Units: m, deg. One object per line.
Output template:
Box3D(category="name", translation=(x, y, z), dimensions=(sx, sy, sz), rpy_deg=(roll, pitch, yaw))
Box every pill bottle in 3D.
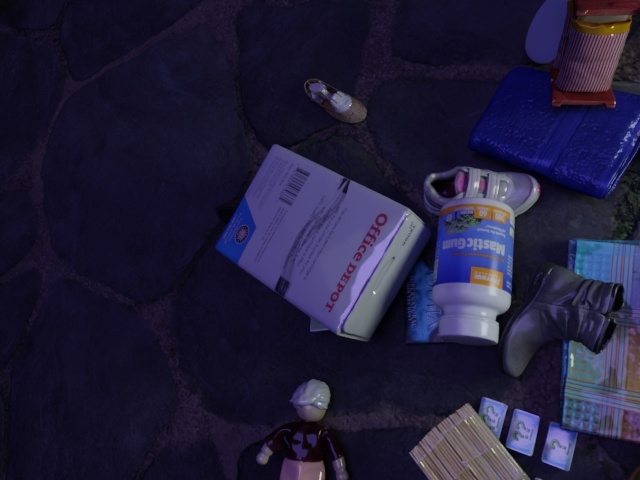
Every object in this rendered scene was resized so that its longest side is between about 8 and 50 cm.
Box3D(category="pill bottle", translation=(0.303, 0.065, 1.046), dimensions=(0.152, 0.152, 0.272), rpy_deg=(-1, 69, 28))

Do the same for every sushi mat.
Box3D(category="sushi mat", translation=(0.317, 0.473, 0.960), dimensions=(0.151, 0.019, 0.317), rpy_deg=(-40, 68, 2))

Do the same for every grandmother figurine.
Box3D(category="grandmother figurine", translation=(-0.039, 0.483, 1.163), dimensions=(0.207, 0.104, 0.343), rpy_deg=(8, 75, 1))

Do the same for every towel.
Box3D(category="towel", translation=(0.583, 0.176, 0.942), dimensions=(0.271, 0.040, 0.370), rpy_deg=(3, 76, 29))
Box3D(category="towel", translation=(0.494, -0.229, 1.094), dimensions=(0.308, 0.076, 0.228), rpy_deg=(30, 84, 31))

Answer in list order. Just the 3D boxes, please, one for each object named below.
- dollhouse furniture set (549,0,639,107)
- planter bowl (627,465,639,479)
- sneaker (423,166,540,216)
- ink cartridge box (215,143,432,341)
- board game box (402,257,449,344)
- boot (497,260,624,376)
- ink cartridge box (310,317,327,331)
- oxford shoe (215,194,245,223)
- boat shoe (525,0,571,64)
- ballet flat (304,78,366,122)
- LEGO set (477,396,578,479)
Box3D(category="dollhouse furniture set", translation=(0.632, -0.370, 0.954), dimensions=(0.373, 0.201, 0.152), rpy_deg=(3, 51, 15))
Box3D(category="planter bowl", translation=(0.605, 0.388, 0.825), dimensions=(0.217, 0.090, 0.217), rpy_deg=(14, 121, 24))
Box3D(category="sneaker", translation=(0.331, -0.103, 1.116), dimensions=(0.252, 0.111, 0.103), rpy_deg=(-3, 75, 27))
Box3D(category="ink cartridge box", translation=(0.000, 0.000, 1.168), dimensions=(0.394, 0.166, 0.286), rpy_deg=(31, 91, 33))
Box3D(category="board game box", translation=(0.244, 0.131, 1.146), dimensions=(0.126, 0.026, 0.186), rpy_deg=(-9, 72, 26))
Box3D(category="boot", translation=(0.438, 0.168, 0.963), dimensions=(0.161, 0.083, 0.247), rpy_deg=(29, 100, 48))
Box3D(category="ink cartridge box", translation=(0.057, 0.092, 1.238), dimensions=(0.171, 0.056, 0.235), rpy_deg=(-10, 72, 25))
Box3D(category="oxford shoe", translation=(-0.189, -0.092, 1.419), dimensions=(0.227, 0.083, 0.096), rpy_deg=(-5, 43, 35))
Box3D(category="boat shoe", translation=(0.594, -0.524, 1.088), dimensions=(0.136, 0.156, 0.367), rpy_deg=(53, 132, 24))
Box3D(category="ballet flat", translation=(0.030, -0.368, 1.374), dimensions=(0.206, 0.067, 0.073), rpy_deg=(32, 91, 30))
Box3D(category="LEGO set", translation=(0.356, 0.441, 0.982), dimensions=(0.182, 0.060, 0.244), rpy_deg=(14, 80, 30))
